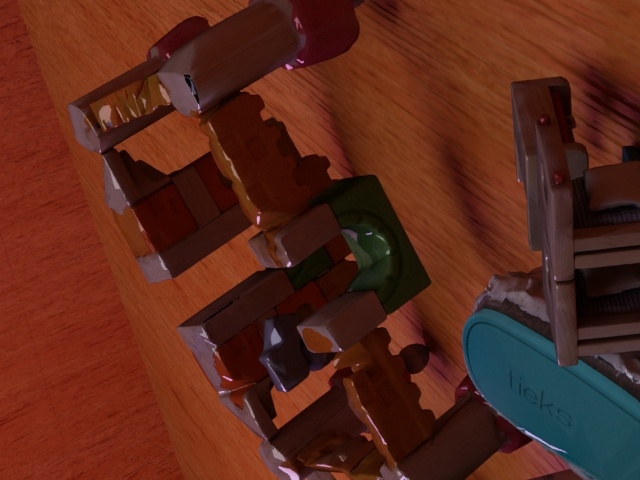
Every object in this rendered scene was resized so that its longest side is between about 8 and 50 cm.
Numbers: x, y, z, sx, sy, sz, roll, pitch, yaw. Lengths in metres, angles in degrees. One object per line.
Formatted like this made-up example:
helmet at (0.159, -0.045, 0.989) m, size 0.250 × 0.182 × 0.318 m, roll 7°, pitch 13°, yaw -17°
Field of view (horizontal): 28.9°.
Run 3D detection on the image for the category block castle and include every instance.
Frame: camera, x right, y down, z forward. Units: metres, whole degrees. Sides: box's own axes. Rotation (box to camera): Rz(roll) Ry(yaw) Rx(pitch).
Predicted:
block castle at (0.000, 0.000, 1.110) m, size 0.303 × 0.213 × 0.453 m, roll -8°, pitch 114°, yaw 59°

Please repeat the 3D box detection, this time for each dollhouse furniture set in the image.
dollhouse furniture set at (0.184, -0.043, 0.713) m, size 0.183 × 0.129 × 0.129 m, roll -90°, pitch -8°, yaw -51°

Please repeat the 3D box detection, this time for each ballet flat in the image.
ballet flat at (0.246, 0.126, 0.700) m, size 0.409 × 0.147 × 0.147 m, roll 44°, pitch 154°, yaw 42°

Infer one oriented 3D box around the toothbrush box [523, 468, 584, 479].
toothbrush box at (0.140, 0.274, 0.912) m, size 0.283 × 0.206 × 0.122 m, roll -76°, pitch -29°, yaw -85°

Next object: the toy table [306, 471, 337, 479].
toy table at (0.070, 0.344, 1.369) m, size 0.161 × 0.252 × 0.274 m, roll 54°, pitch 160°, yaw -26°
